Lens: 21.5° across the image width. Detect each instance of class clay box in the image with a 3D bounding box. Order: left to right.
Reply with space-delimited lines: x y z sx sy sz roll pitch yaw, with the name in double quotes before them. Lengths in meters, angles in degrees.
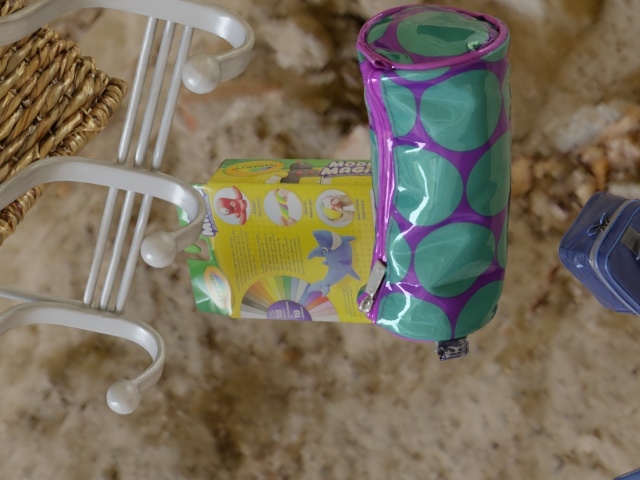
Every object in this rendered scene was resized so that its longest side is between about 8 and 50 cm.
"clay box" 0.000 0.000 1.349 0.222 0.127 0.053 2 29 19

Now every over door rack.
"over door rack" -0.216 -0.048 0.830 0.108 0.324 0.239 -69 -1 -51

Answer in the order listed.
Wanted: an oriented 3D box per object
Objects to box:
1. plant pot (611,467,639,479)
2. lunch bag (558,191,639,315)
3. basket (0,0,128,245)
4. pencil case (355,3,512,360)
"plant pot" 0.277 0.181 0.671 0.236 0.212 0.236 -21 72 28
"lunch bag" 0.225 0.011 1.211 0.067 0.098 0.065 -56 33 -11
"basket" -0.354 -0.074 1.457 0.213 0.223 0.299 -38 15 48
"pencil case" 0.048 -0.026 0.733 0.070 0.152 0.064 -19 37 -24
